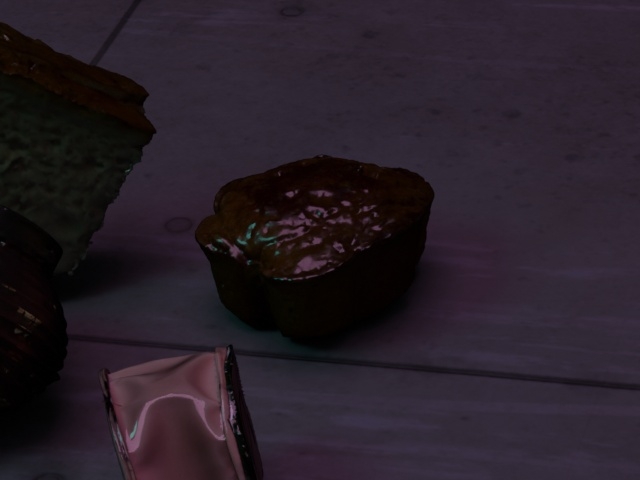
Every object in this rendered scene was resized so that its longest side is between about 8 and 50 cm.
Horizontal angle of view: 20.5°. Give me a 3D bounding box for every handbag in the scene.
[{"bbox_3d":[-0.110,0.184,1.512,0.116,0.179,0.205,-15,28,-3],"label":"handbag"}]

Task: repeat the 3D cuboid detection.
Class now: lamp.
[{"bbox_3d":[-0.352,0.077,1.663,0.247,0.247,0.247,-2,33,2],"label":"lamp"}]

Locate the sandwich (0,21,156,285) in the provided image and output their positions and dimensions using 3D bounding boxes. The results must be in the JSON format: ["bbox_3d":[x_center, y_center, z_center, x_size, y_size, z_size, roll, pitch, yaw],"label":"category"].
[{"bbox_3d":[-0.356,-0.063,1.817,0.262,0.325,0.131,21,20,-32],"label":"sandwich"}]

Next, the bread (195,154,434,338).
[{"bbox_3d":[-0.004,-0.007,1.829,0.232,0.135,0.247,26,43,38],"label":"bread"}]
